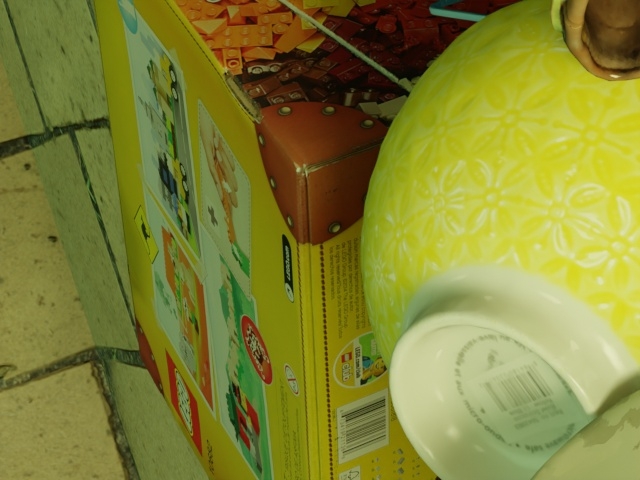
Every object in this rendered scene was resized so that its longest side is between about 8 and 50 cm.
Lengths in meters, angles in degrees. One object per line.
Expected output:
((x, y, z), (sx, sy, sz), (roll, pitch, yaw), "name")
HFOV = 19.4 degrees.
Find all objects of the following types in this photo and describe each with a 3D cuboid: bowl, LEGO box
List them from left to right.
((0.000, 0.000, 1.337), (0.372, 0.193, 0.500), (54, 156, 41), "LEGO box")
((0.122, 0.044, 0.888), (0.289, 0.156, 0.289), (22, 132, 27), "bowl")

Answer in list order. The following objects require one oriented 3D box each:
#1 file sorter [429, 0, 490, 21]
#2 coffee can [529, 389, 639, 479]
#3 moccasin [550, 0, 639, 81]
((0.120, -0.133, 0.990), (0.118, 0.104, 0.170), (24, 131, 66), "file sorter")
((0.215, 0.206, 0.759), (0.275, 0.201, 0.201), (56, 169, -23), "coffee can")
((0.164, -0.140, 0.646), (0.380, 0.139, 0.147), (154, 124, -70), "moccasin")
